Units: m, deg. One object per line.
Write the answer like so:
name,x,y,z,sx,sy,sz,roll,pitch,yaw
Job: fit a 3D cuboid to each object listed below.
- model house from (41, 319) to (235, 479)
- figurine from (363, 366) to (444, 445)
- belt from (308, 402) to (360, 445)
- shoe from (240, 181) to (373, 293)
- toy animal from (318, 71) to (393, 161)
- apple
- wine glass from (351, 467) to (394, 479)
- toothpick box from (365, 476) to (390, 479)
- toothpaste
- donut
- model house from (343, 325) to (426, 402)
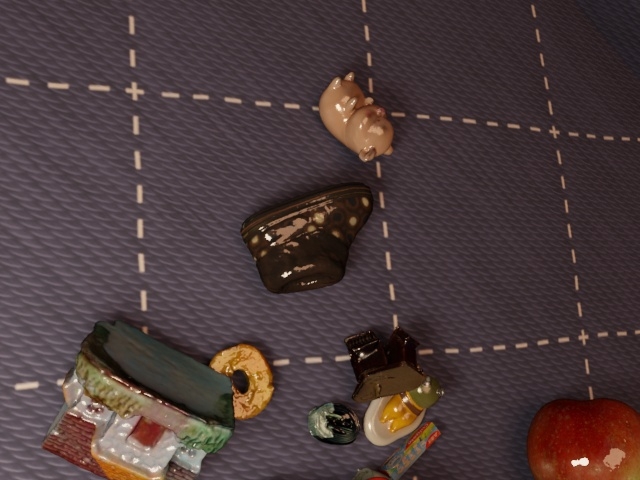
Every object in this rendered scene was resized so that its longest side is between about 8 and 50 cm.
model house,-0.417,0.405,1.546,0.360,0.297,0.339,31,99,-17
figurine,0.237,0.439,1.915,0.166,0.141,0.250,45,63,-12
belt,0.035,0.469,1.853,0.140,0.058,0.105,18,68,-22
shoe,0.000,0.000,1.875,0.384,0.171,0.237,-20,81,-27
toy animal,0.099,-0.334,2.014,0.166,0.154,0.250,-29,75,-39
apple,0.757,0.585,2.036,0.348,0.348,0.277,11,68,-24
wine glass,0.212,0.705,1.844,0.321,0.143,0.143,38,65,-12
toothpick box,0.206,0.714,1.647,0.333,0.204,0.204,43,63,-22
toothpaste,0.243,0.564,1.929,0.193,0.070,0.044,-38,95,-28
donut,-0.200,0.344,1.762,0.162,0.065,0.178,-12,85,-23
model house,0.165,0.312,1.897,0.203,0.141,0.164,-12,42,5
